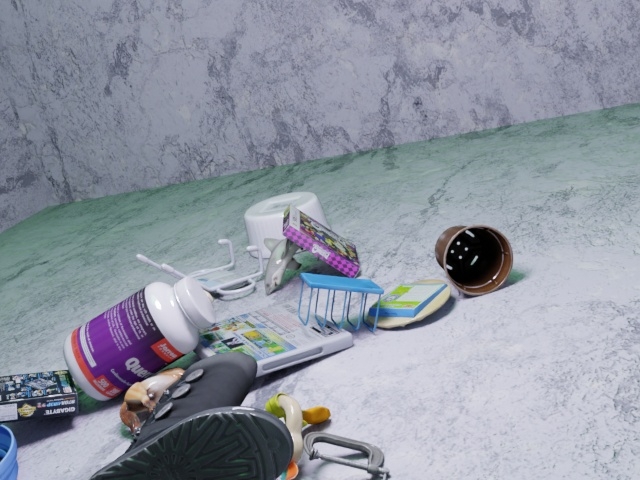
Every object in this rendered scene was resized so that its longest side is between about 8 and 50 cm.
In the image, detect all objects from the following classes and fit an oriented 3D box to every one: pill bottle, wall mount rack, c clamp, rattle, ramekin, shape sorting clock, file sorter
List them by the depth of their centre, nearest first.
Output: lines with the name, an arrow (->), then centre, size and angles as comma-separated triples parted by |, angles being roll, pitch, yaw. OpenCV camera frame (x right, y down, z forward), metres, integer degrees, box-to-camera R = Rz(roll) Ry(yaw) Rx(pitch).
c clamp -> 0.043, 0.360, 1.419 | 0.161, 0.022, 0.137 | 13, 16, 13
rattle -> -0.034, 0.373, 1.507 | 0.130, 0.143, 0.199 | -46, 34, 7
pill bottle -> -0.404, 0.215, 1.925 | 0.323, 0.181, 0.181 | -31, 16, 7
file sorter -> 0.042, 0.142, 1.935 | 0.170, 0.104, 0.118 | 6, 8, -13
shape sorting clock -> 0.207, 0.147, 1.985 | 0.206, 0.040, 0.206 | -19, 15, 5
wall mount rack -> -0.346, 0.080, 2.465 | 0.304, 0.130, 0.350 | -15, 13, -29
ramekin -> -0.113, -0.056, 2.728 | 0.277, 0.135, 0.277 | -14, 18, 5

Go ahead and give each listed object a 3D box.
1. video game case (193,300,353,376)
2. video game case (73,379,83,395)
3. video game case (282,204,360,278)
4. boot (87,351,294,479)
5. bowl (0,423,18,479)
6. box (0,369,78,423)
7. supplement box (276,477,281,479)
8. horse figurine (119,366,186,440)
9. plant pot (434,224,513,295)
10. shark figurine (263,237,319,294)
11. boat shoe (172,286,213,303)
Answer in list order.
video game case -> -0.130, 0.228, 1.972 | 0.300, 0.036, 0.329 | -15, 16, -24
video game case -> -0.606, 0.363, 2.040 | 0.122, 0.011, 0.087 | -27, 20, -33
video game case -> 0.000, 0.000, 2.359 | 0.041, 0.232, 0.210 | -55, 11, 14
boot -> -0.179, 0.313, 1.494 | 0.367, 0.146, 0.445 | -20, 5, 13
bowl -> -0.786, 0.495, 1.674 | 0.391, 0.077, 0.391 | -14, 18, 4
box -> -0.642, 0.346, 1.908 | 0.175, 0.051, 0.220 | -4, 7, -21
supplement box -> -0.145, 0.454, 1.273 | 0.240, 0.073, 0.130 | -21, 18, -15
horse figurine -> -0.341, 0.332, 1.831 | 0.175, 0.066, 0.263 | 7, 24, 34
plant pot -> 0.354, 0.034, 2.041 | 0.167, 0.166, 0.165 | -17, 10, -6
shark figurine -> -0.097, 0.014, 2.407 | 0.116, 0.166, 0.278 | 19, 34, 23
boat shoe -> -0.375, 0.170, 2.383 | 0.170, 0.063, 0.059 | 0, 37, 36
